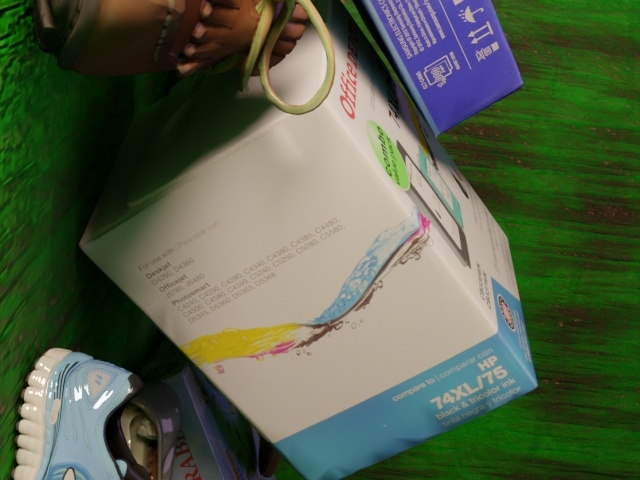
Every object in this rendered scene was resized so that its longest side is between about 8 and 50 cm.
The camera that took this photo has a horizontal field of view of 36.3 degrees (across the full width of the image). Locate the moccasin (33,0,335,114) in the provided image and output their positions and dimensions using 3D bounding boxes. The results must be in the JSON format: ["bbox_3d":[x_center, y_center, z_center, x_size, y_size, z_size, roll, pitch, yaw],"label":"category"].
[{"bbox_3d":[-0.060,-0.144,0.525,0.380,0.147,0.139,-100,-162,-84],"label":"moccasin"}]

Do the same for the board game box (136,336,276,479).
[{"bbox_3d":[-0.100,0.261,1.039,0.318,0.066,0.319,-106,176,-86],"label":"board game box"}]

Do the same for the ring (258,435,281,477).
[{"bbox_3d":[-0.016,0.090,1.057,0.336,0.032,0.336,-166,-90,-85],"label":"ring"}]

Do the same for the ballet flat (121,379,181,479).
[{"bbox_3d":[-0.165,0.226,0.836,0.068,0.072,0.213,-1,98,-64],"label":"ballet flat"}]

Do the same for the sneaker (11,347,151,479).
[{"bbox_3d":[-0.132,0.143,0.537,0.063,0.073,0.162,157,-60,-87],"label":"sneaker"}]

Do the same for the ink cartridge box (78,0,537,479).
[{"bbox_3d":[0.000,0.000,0.724,0.270,0.197,0.198,50,23,-26],"label":"ink cartridge box"}]

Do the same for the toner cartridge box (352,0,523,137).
[{"bbox_3d":[0.016,-0.237,0.611,0.348,0.075,0.165,53,9,-45],"label":"toner cartridge box"}]

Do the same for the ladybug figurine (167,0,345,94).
[{"bbox_3d":[-0.069,-0.143,1.008,0.305,0.162,0.449,101,-5,-55],"label":"ladybug figurine"}]
